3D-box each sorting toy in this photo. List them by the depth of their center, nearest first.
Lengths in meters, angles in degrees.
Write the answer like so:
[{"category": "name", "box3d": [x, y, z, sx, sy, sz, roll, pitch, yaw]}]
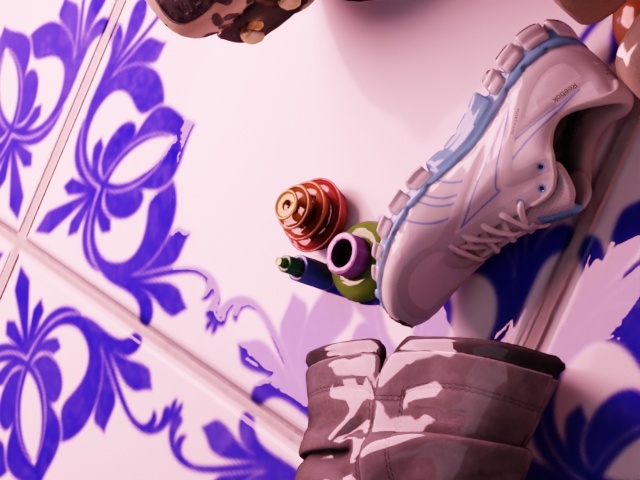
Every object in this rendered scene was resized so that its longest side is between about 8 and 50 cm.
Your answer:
[{"category": "sorting toy", "box3d": [0.000, 0.000, 0.974, 0.102, 0.042, 0.061, 44, 108, 44]}]

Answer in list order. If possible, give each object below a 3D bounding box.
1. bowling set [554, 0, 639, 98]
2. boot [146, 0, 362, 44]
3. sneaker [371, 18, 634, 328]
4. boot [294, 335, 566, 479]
[{"category": "bowling set", "box3d": [0.195, -0.138, 0.739, 0.154, 0.287, 0.200, -46, 15, 16]}, {"category": "boot", "box3d": [0.003, -0.199, 0.893, 0.284, 0.138, 0.377, -30, 24, 39]}, {"category": "sneaker", "box3d": [0.100, -0.024, 0.866, 0.083, 0.071, 0.190, 43, 108, 38]}, {"category": "boot", "box3d": [0.088, 0.155, 0.787, 0.338, 0.118, 0.222, 6, 75, 42]}]
